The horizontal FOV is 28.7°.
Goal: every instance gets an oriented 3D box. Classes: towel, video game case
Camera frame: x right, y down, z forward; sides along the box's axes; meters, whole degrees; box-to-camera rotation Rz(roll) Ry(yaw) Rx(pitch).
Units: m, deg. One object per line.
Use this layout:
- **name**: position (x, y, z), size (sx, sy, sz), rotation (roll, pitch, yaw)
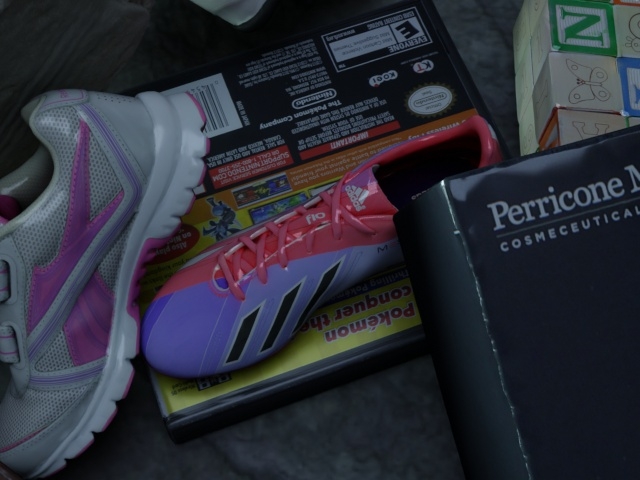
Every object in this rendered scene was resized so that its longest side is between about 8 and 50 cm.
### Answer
- **towel**: position (-0.214, -0.057, 0.720), size (0.049, 0.187, 0.282), rotation (41, 100, 12)
- **video game case**: position (-0.007, -0.025, 0.838), size (0.274, 0.035, 0.248), rotation (-19, 64, -8)

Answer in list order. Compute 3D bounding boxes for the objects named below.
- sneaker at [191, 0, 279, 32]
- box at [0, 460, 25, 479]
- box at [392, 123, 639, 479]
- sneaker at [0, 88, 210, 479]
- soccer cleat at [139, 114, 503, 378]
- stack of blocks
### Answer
- **sneaker**: position (-0.042, -0.268, 0.889), size (0.127, 0.182, 0.316), rotation (-16, 51, 45)
- **box**: position (-0.131, 0.229, 0.630), size (0.381, 0.191, 0.143), rotation (35, 70, 19)
- **box**: position (0.248, 0.082, 0.636), size (0.343, 0.179, 0.313), rotation (-15, 88, -5)
- **sneaker**: position (-0.160, 0.019, 0.735), size (0.111, 0.103, 0.252), rotation (16, 99, -26)
- **soccer cleat**: position (0.000, 0.000, 0.751), size (0.248, 0.095, 0.083), rotation (-26, 65, -11)
- **stack of blocks**: position (0.222, -0.144, 0.839), size (0.171, 0.087, 0.297), rotation (5, 61, -4)
